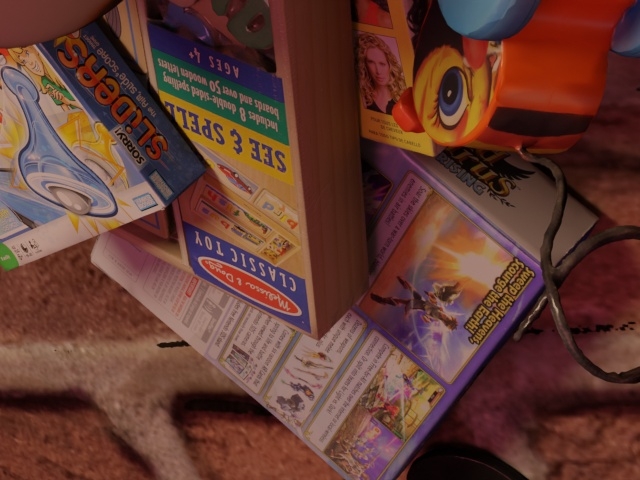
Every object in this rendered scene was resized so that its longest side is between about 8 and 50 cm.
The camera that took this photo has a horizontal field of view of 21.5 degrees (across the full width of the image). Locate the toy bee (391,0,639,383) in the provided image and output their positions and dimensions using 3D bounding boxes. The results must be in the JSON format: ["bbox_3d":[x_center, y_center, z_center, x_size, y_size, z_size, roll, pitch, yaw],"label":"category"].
[{"bbox_3d":[0.074,-0.103,0.724,0.195,0.298,0.162,26,166,-20],"label":"toy bee"}]

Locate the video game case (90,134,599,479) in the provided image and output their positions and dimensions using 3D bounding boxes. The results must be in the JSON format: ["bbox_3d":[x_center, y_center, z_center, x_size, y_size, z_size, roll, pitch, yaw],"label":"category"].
[{"bbox_3d":[0.000,0.000,0.990,0.244,0.061,0.269,41,141,9],"label":"video game case"}]

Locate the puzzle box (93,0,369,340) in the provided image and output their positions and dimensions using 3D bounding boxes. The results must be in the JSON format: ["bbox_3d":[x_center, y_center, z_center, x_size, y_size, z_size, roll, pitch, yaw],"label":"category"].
[{"bbox_3d":[-0.156,-0.130,0.915,0.409,0.052,0.272,25,143,28],"label":"puzzle box"}]

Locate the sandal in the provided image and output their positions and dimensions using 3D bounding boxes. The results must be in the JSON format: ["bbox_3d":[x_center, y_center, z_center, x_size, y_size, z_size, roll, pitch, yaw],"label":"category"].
[{"bbox_3d":[0.128,0.190,1.053,0.179,0.040,0.067,33,139,15],"label":"sandal"}]

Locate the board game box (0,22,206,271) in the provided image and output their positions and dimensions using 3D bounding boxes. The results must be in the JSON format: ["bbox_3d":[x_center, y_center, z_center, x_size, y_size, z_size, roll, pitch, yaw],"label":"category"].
[{"bbox_3d":[-0.160,-0.061,0.914,0.136,0.035,0.201,53,147,-12],"label":"board game box"}]

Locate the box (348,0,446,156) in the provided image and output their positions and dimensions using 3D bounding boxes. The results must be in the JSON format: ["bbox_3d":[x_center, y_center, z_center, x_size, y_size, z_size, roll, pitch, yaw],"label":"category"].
[{"bbox_3d":[0.041,-0.162,0.798,0.058,0.087,0.232,18,135,44],"label":"box"}]

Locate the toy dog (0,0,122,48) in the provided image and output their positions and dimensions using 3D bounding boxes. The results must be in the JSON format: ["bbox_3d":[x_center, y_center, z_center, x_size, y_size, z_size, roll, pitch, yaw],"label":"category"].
[{"bbox_3d":[-0.196,-0.260,0.682,0.395,0.284,0.408,-33,82,27],"label":"toy dog"}]
